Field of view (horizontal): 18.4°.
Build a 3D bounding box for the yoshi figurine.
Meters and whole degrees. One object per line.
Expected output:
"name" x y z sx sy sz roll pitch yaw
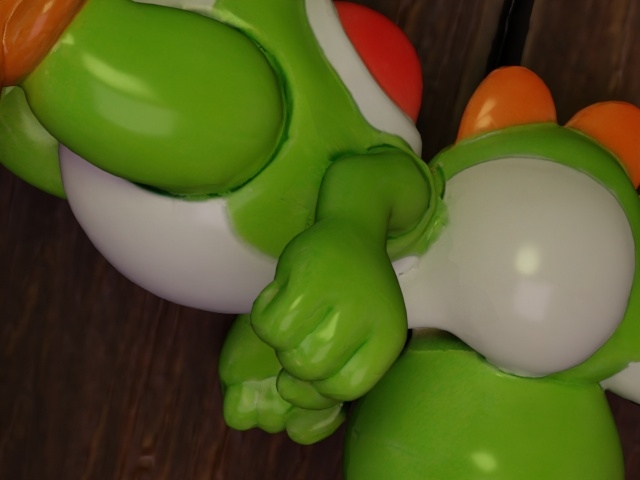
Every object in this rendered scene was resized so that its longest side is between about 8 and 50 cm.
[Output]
"yoshi figurine" -0.007 0.025 0.734 0.362 0.203 0.203 24 126 -15
